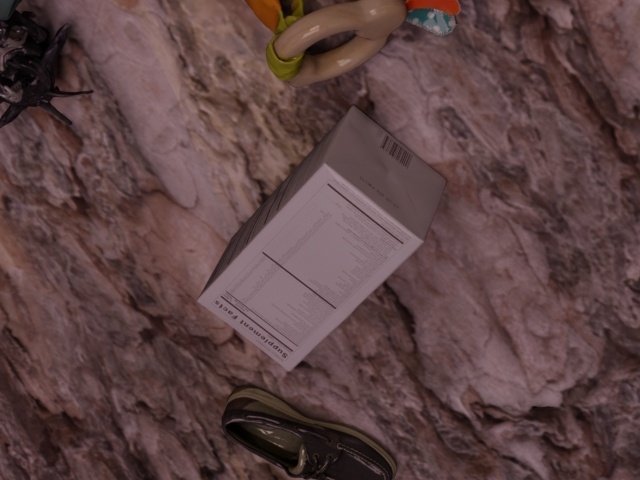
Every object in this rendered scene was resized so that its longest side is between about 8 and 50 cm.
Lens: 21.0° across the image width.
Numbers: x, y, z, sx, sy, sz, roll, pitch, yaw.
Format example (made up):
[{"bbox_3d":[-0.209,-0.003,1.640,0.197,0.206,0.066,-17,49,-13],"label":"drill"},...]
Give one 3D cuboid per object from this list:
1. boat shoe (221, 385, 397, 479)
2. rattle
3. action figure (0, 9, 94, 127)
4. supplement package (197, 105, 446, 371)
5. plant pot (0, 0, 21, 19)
[{"bbox_3d":[-0.019,0.254,2.075,0.223,0.073,0.080,26,126,0],"label":"boat shoe"},{"bbox_3d":[0.029,-0.249,1.767,0.199,0.143,0.130,-28,143,14],"label":"rattle"},{"bbox_3d":[-0.384,-0.207,1.856,0.275,0.141,0.164,37,123,-4],"label":"action figure"},{"bbox_3d":[0.000,0.000,1.870,0.139,0.134,0.244,39,124,-9],"label":"supplement package"},{"bbox_3d":[-0.393,-0.393,1.644,0.334,0.341,0.341,27,126,-11],"label":"plant pot"}]
